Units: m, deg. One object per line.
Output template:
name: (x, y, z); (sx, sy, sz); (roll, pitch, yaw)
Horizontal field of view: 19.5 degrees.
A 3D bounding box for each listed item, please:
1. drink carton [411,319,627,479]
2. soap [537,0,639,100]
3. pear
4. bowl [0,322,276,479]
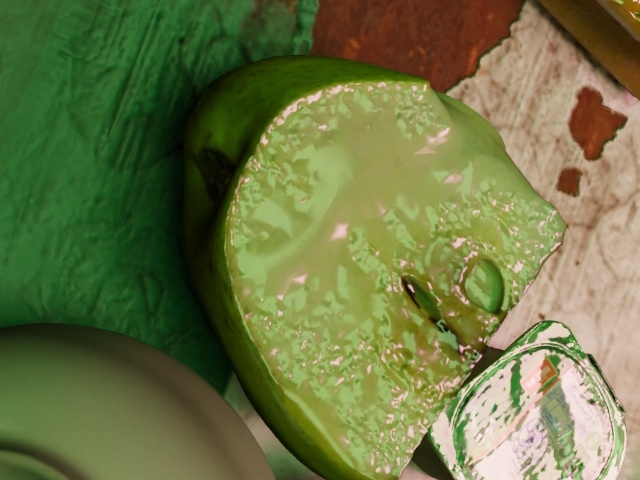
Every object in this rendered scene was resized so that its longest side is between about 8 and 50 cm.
drink carton: (0.138, 0.146, 1.467); (0.146, 0.142, 0.144); (-38, 106, -17)
soap: (0.271, -0.306, 1.481); (0.335, 0.156, 0.293); (39, 82, -22)
pear: (0.000, 0.000, 1.379); (0.282, 0.176, 0.286); (41, 73, -20)
bowl: (-0.200, 0.223, 1.221); (0.354, 0.185, 0.354); (0, 84, 3)
